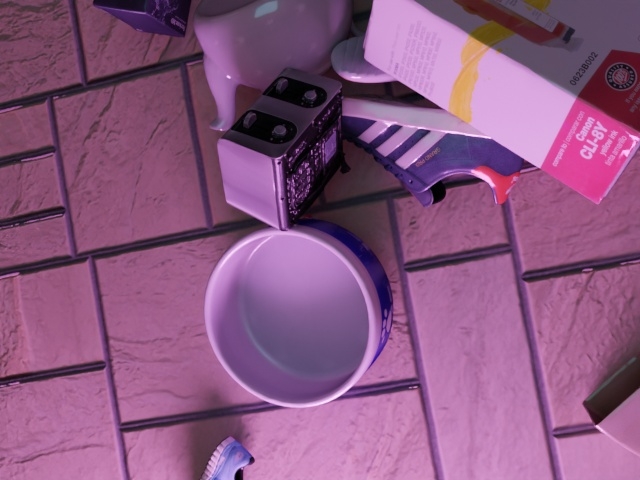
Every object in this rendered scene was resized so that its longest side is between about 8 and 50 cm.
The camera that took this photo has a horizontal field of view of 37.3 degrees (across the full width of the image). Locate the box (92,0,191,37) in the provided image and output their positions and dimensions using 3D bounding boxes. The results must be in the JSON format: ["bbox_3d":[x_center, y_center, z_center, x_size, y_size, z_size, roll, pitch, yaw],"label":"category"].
[{"bbox_3d":[-0.263,-0.412,1.463,0.093,0.156,0.158,12,92,14],"label":"box"}]

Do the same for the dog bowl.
[{"bbox_3d":[-0.031,0.103,1.386,0.265,0.104,0.265,4,101,20],"label":"dog bowl"}]

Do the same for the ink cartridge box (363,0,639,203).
[{"bbox_3d":[0.289,-0.276,1.252,0.384,0.160,0.279,34,64,13],"label":"ink cartridge box"}]

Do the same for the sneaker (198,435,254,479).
[{"bbox_3d":[-0.154,0.388,1.462,0.073,0.063,0.162,27,96,11],"label":"sneaker"}]

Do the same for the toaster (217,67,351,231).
[{"bbox_3d":[-0.046,-0.121,1.303,0.110,0.186,0.168,25,57,21],"label":"toaster"}]

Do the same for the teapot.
[{"bbox_3d":[-0.045,-0.305,1.391,0.256,0.252,0.187,-10,126,33],"label":"teapot"}]

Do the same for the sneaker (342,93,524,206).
[{"bbox_3d":[0.119,-0.128,1.374,0.350,0.131,0.148,11,106,21],"label":"sneaker"}]

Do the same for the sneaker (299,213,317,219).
[{"bbox_3d":[0.000,0.000,1.441,0.118,0.042,0.067,18,96,17],"label":"sneaker"}]

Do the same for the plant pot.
[{"bbox_3d":[0.437,0.234,1.292,0.096,0.109,0.109,45,100,-1],"label":"plant pot"}]

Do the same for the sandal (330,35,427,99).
[{"bbox_3d":[0.135,-0.252,1.375,0.265,0.076,0.102,-5,61,-16],"label":"sandal"}]
